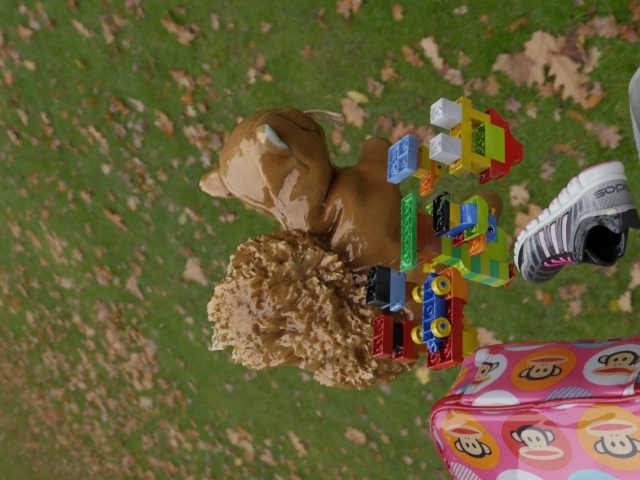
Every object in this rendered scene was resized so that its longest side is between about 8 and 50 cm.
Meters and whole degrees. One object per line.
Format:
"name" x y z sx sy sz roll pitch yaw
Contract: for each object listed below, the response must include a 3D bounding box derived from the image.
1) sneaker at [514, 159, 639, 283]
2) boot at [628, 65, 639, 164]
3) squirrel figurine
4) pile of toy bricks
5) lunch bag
"sneaker" 0.242 0.003 0.751 0.170 0.063 0.074 117 142 -51
"boot" 0.207 -0.004 0.419 0.076 0.190 0.208 -1 82 19
"squirrel figurine" 0.000 0.000 1.123 0.370 0.397 0.281 40 146 -21
"pile of toy bricks" 0.112 0.006 0.634 0.118 0.105 0.212 -33 47 57
"lunch bag" 0.271 0.222 0.753 0.293 0.120 0.258 -13 111 42
